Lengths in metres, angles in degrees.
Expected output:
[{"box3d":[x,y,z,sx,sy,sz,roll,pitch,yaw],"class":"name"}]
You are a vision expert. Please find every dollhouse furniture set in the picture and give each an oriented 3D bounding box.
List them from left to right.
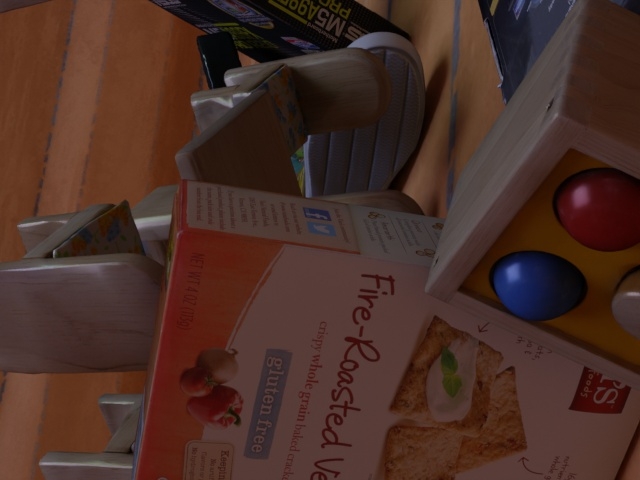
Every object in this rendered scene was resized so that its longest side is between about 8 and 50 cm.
[{"box3d":[-0.026,-0.063,0.605,0.362,0.257,0.394,-52,-49,-54],"class":"dollhouse furniture set"}]

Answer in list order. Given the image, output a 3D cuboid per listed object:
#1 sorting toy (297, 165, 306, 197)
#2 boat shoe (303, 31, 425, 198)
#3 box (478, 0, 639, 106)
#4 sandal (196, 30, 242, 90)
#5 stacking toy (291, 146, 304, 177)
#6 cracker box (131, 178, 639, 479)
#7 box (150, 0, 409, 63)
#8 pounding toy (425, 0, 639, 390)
[{"box3d":[0.000,0.000,1.148,0.132,0.046,0.274,112,162,-48],"class":"sorting toy"},{"box3d":[0.029,-0.088,0.929,0.094,0.109,0.302,-90,11,-45],"class":"boat shoe"},{"box3d":[0.169,-0.263,0.386,0.318,0.097,0.394,-90,14,-45],"class":"box"},{"box3d":[-0.092,-0.014,1.038,0.167,0.107,0.445,96,158,-75],"class":"sandal"},{"box3d":[-0.048,-0.071,1.364,0.221,0.052,0.167,-63,8,-18],"class":"stacking toy"},{"box3d":[0.035,0.068,0.447,0.067,0.232,0.155,-107,28,-64],"class":"cracker box"},{"box3d":[-0.060,-0.250,1.026,0.270,0.216,0.060,22,88,61],"class":"box"},{"box3d":[0.129,0.000,0.336,0.130,0.141,0.100,118,177,-51],"class":"pounding toy"}]
